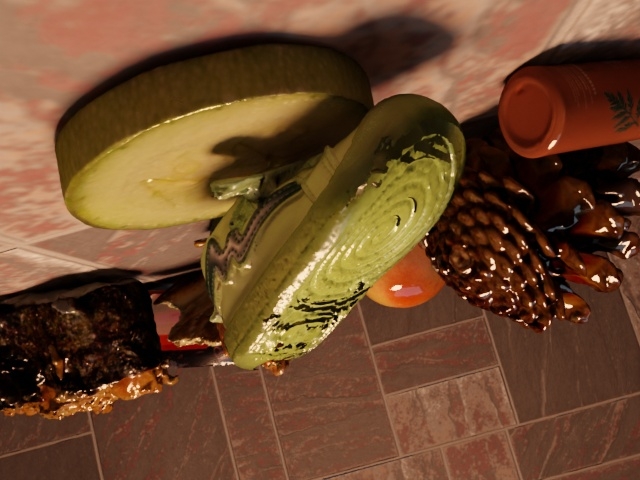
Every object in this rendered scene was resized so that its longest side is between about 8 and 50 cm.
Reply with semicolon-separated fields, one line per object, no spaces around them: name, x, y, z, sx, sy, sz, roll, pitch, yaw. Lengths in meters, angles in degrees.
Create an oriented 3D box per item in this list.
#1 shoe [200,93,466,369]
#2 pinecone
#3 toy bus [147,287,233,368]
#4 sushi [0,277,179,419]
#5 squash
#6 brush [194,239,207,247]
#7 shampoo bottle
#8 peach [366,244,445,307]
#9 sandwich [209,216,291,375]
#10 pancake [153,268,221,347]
shoe;-0.009;-0.008;0.475;0.262;0.128;0.140;-57;161;25
pinecone;0.260;-0.036;0.718;0.292;0.246;0.246;-35;180;-25
toy bus;-0.253;0.160;1.155;0.303;0.147;0.127;-3;173;6
sushi;-0.420;0.182;0.969;0.349;0.207;0.234;-16;178;23
squash;-0.072;-0.071;0.486;0.252;0.048;0.252;-15;170;-3
brush;-0.107;-0.007;0.931;0.170;0.014;0.043;-9;171;-26
shampoo bottle;0.288;-0.135;0.596;0.244;0.085;0.085;-14;171;-23
peach;0.146;0.041;1.147;0.184;0.184;0.184;-15;171;-2
sandwich;-0.073;0.041;0.741;0.109;0.212;0.292;3;180;-16
pancake;-0.162;0.081;1.049;0.212;0.056;0.257;5;-143;31
